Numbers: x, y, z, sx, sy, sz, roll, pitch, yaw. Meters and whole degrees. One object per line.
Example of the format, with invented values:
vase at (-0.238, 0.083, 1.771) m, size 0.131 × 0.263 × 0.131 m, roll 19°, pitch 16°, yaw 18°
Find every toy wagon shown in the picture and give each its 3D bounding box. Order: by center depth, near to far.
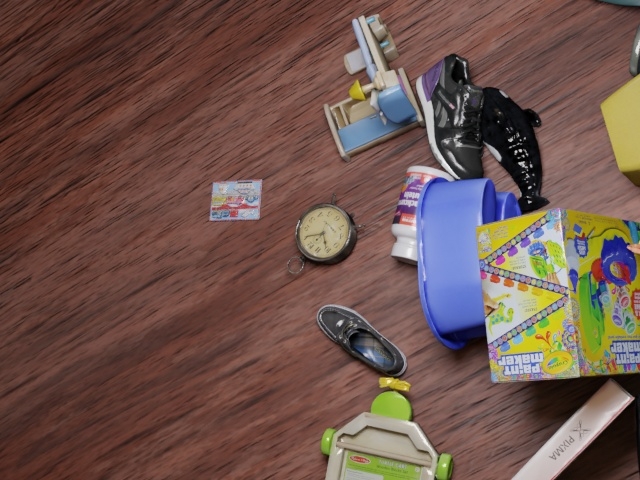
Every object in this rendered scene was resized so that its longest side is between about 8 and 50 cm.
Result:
toy wagon at (0.130, 0.450, 1.725) m, size 0.267 × 0.068 × 0.344 m, roll 8°, pitch 79°, yaw 21°

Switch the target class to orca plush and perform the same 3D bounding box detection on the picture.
orca plush at (0.380, -0.200, 1.767) m, size 0.151 × 0.102 × 0.287 m, roll -9°, pitch 75°, yaw 18°

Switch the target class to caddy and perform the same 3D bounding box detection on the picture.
caddy at (0.279, 0.038, 1.667) m, size 0.179 × 0.241 × 0.341 m, roll -9°, pitch 74°, yaw 32°

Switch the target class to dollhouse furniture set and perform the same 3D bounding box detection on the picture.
dollhouse furniture set at (0.065, -0.349, 1.809) m, size 0.198 × 0.303 × 0.286 m, roll -23°, pitch 71°, yaw 13°

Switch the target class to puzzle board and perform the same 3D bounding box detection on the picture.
puzzle board at (-0.199, -0.094, 2.003) m, size 0.128 × 0.011 × 0.096 m, roll -1°, pitch 77°, yaw 19°

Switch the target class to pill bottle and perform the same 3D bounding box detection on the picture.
pill bottle at (0.209, -0.049, 1.791) m, size 0.108 × 0.108 × 0.193 m, roll 13°, pitch 82°, yaw 22°

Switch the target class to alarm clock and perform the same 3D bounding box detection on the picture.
alarm clock at (0.000, 0.000, 1.880) m, size 0.192 × 0.064 × 0.129 m, roll -43°, pitch 67°, yaw 3°

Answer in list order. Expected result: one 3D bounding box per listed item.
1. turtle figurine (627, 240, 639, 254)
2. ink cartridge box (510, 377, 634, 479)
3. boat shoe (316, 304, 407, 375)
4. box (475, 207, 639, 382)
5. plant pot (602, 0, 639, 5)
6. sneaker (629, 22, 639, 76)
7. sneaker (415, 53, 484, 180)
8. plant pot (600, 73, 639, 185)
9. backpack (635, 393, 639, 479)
turtle figurine at (0.678, 0.082, 1.529) m, size 0.269 × 0.217 × 0.087 m, roll 33°, pitch 116°, yaw 25°
ink cartridge box at (0.445, 0.362, 1.537) m, size 0.275 × 0.239 × 0.060 m, roll -47°, pitch 67°, yaw 4°
boat shoe at (0.078, 0.206, 1.796) m, size 0.228 × 0.076 × 0.080 m, roll 38°, pitch 92°, yaw 23°
box at (0.444, 0.106, 1.532) m, size 0.177 × 0.290 × 0.279 m, roll -14°, pitch 76°, yaw 46°
plant pot at (0.619, -0.569, 1.694) m, size 0.234 × 0.166 × 0.165 m, roll 34°, pitch 85°, yaw 40°
sneaker at (0.708, -0.418, 1.708) m, size 0.130 × 0.087 × 0.227 m, roll 28°, pitch 83°, yaw 30°
sneaker at (0.287, -0.258, 1.779) m, size 0.124 × 0.107 × 0.283 m, roll -40°, pitch 59°, yaw 45°
plant pot at (0.653, -0.210, 1.624) m, size 0.187 × 0.212 × 0.212 m, roll -19°, pitch 71°, yaw 27°
backpack at (0.708, 0.304, 1.411) m, size 0.355 × 0.290 × 0.273 m, roll -2°, pitch 103°, yaw 19°
